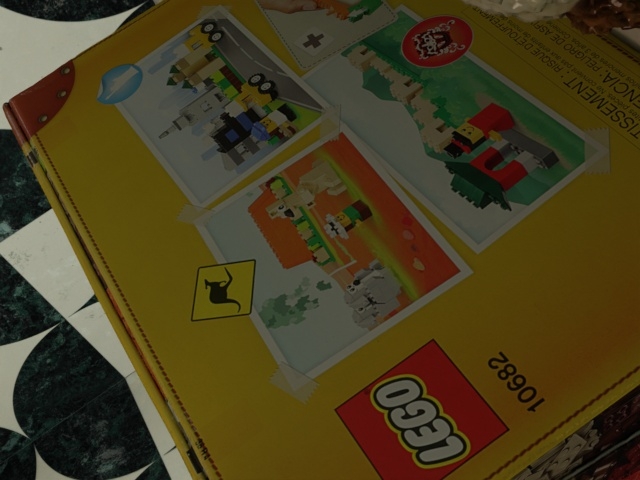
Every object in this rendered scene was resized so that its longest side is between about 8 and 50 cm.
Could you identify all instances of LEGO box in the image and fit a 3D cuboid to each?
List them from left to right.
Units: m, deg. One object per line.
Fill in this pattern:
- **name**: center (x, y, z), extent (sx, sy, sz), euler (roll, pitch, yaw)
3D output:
- **LEGO box**: center (0.037, -0.012, 0.630), extent (0.500, 0.372, 0.193), euler (52, 174, 37)

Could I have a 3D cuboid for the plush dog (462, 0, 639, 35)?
- **plush dog**: center (0.077, -0.180, 0.407), extent (0.262, 0.210, 0.225), euler (53, -163, 22)
